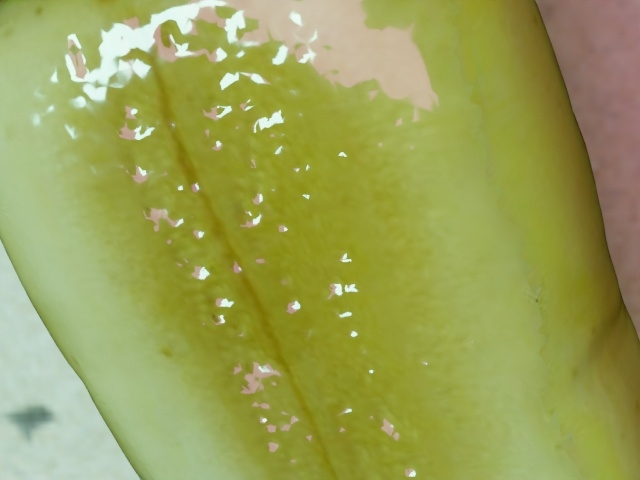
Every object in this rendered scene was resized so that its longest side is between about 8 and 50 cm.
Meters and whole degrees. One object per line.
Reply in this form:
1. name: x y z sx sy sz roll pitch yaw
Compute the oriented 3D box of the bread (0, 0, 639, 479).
1. bread: 0.001 -0.001 0.373 0.134 0.085 0.173 -13 115 15
